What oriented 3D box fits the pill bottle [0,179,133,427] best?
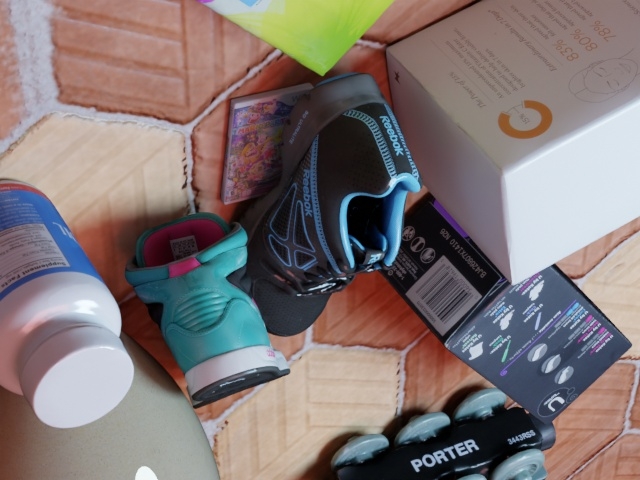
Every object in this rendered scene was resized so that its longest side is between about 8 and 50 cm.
[{"bbox_3d":[-0.248,0.057,1.399,0.124,0.221,0.124,-21,138,-20],"label":"pill bottle"}]

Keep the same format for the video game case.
[{"bbox_3d":[-0.052,-0.094,1.571,0.087,0.011,0.122,-15,135,-26],"label":"video game case"}]

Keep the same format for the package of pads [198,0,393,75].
[{"bbox_3d":[-0.008,-0.278,1.317,0.229,0.101,0.296,-46,155,11],"label":"package of pads"}]

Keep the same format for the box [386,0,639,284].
[{"bbox_3d":[0.271,-0.148,1.604,0.345,0.215,0.168,-27,140,-13],"label":"box"}]

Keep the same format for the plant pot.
[{"bbox_3d":[-0.237,0.183,1.515,0.284,0.284,0.191,-15,118,-26],"label":"plant pot"}]

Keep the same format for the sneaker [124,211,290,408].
[{"bbox_3d":[-0.114,0.066,1.583,0.123,0.178,0.295,-19,173,-6],"label":"sneaker"}]

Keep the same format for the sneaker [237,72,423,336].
[{"bbox_3d":[0.000,0.000,1.581,0.125,0.140,0.341,-14,145,-28],"label":"sneaker"}]

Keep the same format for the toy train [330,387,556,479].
[{"bbox_3d":[0.137,0.306,2.005,0.333,0.142,0.190,-17,146,-24],"label":"toy train"}]

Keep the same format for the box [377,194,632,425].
[{"bbox_3d":[0.204,0.068,1.797,0.143,0.165,0.270,-45,140,6],"label":"box"}]
